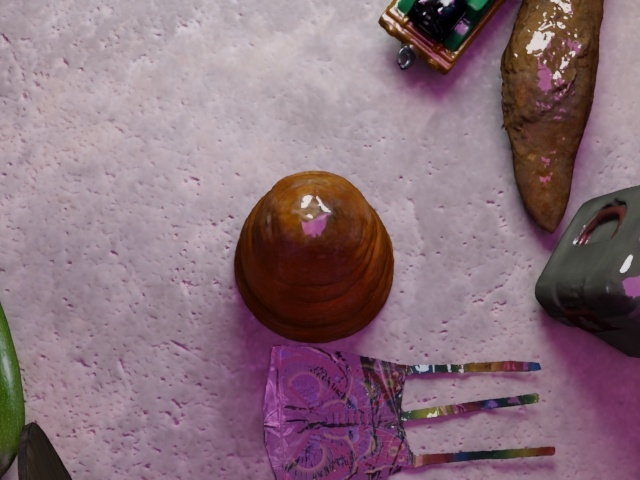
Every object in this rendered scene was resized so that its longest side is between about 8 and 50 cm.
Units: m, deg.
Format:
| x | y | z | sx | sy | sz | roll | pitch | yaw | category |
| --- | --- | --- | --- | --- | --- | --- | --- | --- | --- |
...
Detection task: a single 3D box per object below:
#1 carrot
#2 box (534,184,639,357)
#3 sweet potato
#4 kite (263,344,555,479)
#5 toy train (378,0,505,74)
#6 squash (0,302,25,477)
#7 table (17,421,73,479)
| x | y | z | sx | sy | sz | roll | pitch | yaw | category |
| --- | --- | --- | --- | --- | --- | --- | --- | --- | --- |
| 0.000 | 0.000 | 1.142 | 0.159 | 0.225 | 0.159 | 1 | 77 | -3 | carrot |
| 0.307 | 0.030 | 1.176 | 0.129 | 0.210 | 0.148 | 33 | 80 | -7 | box |
| 0.237 | -0.182 | 1.255 | 0.114 | 0.092 | 0.341 | 22 | 76 | -38 | sweet potato |
| 0.087 | 0.173 | 1.226 | 0.285 | 0.015 | 0.152 | -2 | 84 | -4 | kite |
| 0.148 | -0.265 | 1.241 | 0.091 | 0.136 | 0.228 | 39 | 76 | 1 | toy train |
| -0.360 | 0.035 | 1.153 | 0.107 | 0.107 | 0.395 | -20 | 83 | -9 | squash |
| -0.293 | 0.353 | 1.010 | 0.249 | 0.317 | 0.317 | -24 | 84 | -4 | table |
